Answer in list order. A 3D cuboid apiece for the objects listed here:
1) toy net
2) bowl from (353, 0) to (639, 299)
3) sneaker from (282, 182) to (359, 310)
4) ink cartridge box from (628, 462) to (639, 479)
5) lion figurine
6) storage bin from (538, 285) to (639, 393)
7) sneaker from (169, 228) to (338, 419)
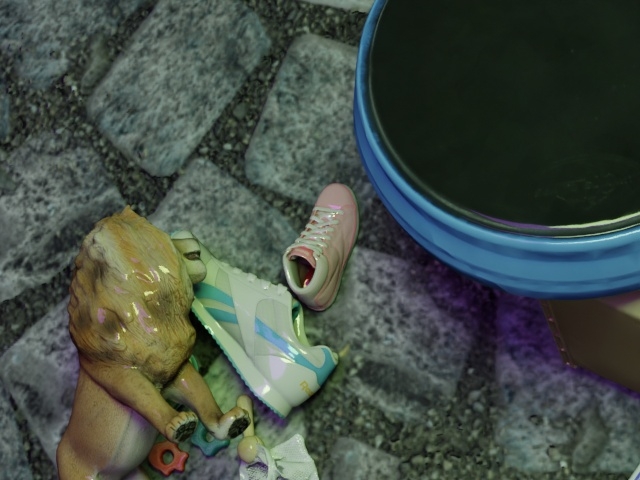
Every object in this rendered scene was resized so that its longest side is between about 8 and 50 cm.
[{"bbox_3d":[-0.108,0.206,1.796,0.232,0.045,0.122,34,91,25],"label":"toy net"},{"bbox_3d":[0.212,-0.142,1.468,0.391,0.077,0.391,-7,62,13],"label":"bowl"},{"bbox_3d":[0.000,0.000,1.792,0.051,0.070,0.134,8,79,26],"label":"sneaker"},{"bbox_3d":[0.346,0.300,1.587,0.208,0.045,0.206,35,92,28],"label":"ink cartridge box"},{"bbox_3d":[-0.197,0.179,1.746,0.240,0.142,0.392,42,120,34],"label":"lion figurine"},{"bbox_3d":[0.332,0.062,1.524,0.262,0.260,0.123,25,74,25],"label":"storage bin"},{"bbox_3d":[-0.074,0.071,1.803,0.092,0.087,0.228,-39,72,0],"label":"sneaker"}]
